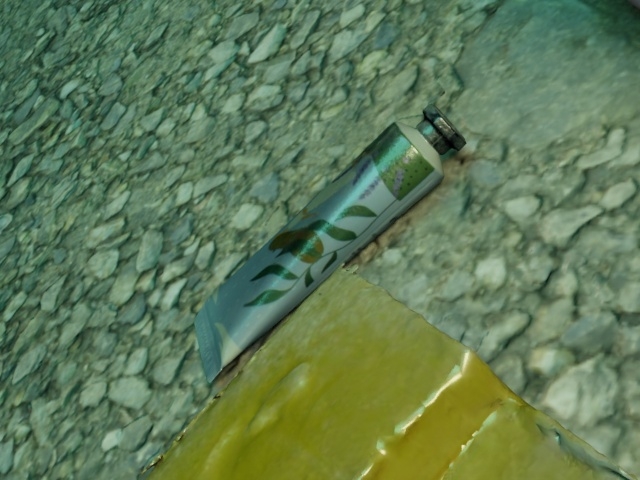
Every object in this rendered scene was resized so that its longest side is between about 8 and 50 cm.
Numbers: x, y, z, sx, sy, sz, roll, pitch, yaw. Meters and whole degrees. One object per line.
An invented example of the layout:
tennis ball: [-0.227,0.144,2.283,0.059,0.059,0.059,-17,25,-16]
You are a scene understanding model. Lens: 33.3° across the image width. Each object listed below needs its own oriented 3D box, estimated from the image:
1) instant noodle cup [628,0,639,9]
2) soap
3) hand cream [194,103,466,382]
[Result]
instant noodle cup: [0.273,-0.282,0.662,0.254,0.325,0.325,-49,37,7]
soap: [0.001,0.213,0.541,0.339,0.169,0.304,-48,28,-4]
hand cream: [0.000,0.000,0.837,0.271,0.058,0.091,-42,34,11]
